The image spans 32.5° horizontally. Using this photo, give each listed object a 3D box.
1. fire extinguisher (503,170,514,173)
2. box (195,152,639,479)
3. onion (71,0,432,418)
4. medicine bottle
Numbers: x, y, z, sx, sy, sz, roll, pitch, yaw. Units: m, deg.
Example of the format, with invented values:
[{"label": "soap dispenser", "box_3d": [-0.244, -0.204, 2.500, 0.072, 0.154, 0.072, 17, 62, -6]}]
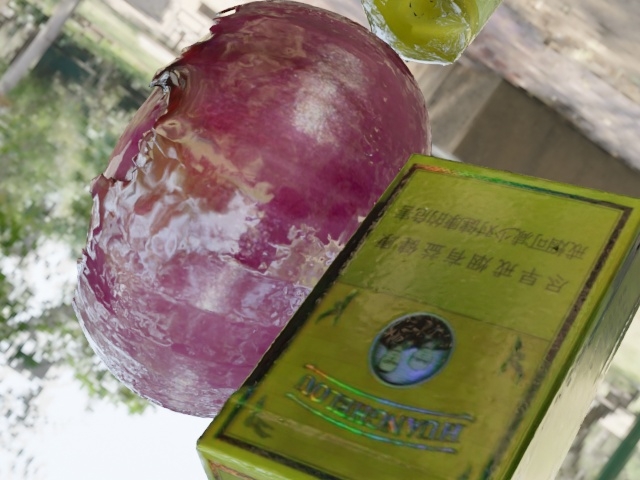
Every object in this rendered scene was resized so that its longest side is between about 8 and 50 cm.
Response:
[{"label": "fire extinguisher", "box_3d": [0.201, -0.037, 1.424, 0.064, 0.043, 0.158, 25, 146, -14]}, {"label": "box", "box_3d": [0.059, 0.056, 0.536, 0.141, 0.220, 0.064, 16, 142, 30]}, {"label": "onion", "box_3d": [-0.038, -0.011, 0.911, 0.345, 0.358, 0.358, 39, -178, 25]}, {"label": "medicine bottle", "box_3d": [0.134, -0.271, 1.068, 0.124, 0.239, 0.124, 25, 143, 20]}]
